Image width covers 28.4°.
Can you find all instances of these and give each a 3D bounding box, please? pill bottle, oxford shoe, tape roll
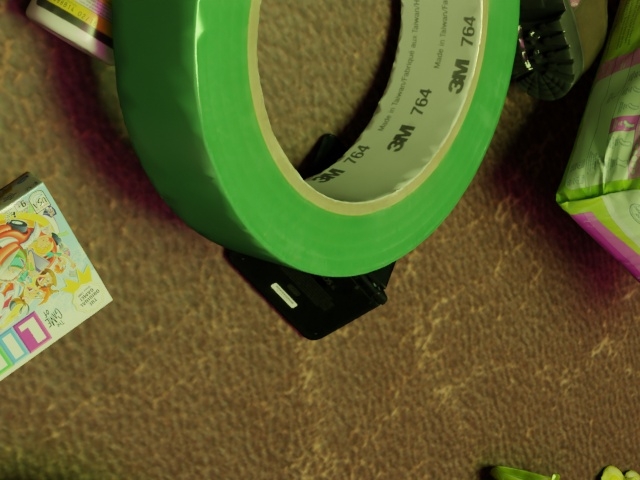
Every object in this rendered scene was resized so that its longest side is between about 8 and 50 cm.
[{"bbox_3d":[-0.125,-0.171,0.774,0.065,0.065,0.116,29,91,-39],"label":"pill bottle"},{"bbox_3d":[0.173,-0.230,0.963,0.096,0.083,0.227,-39,130,-36],"label":"oxford shoe"},{"bbox_3d":[0.011,-0.140,0.825,0.321,0.077,0.321,-18,115,-45],"label":"tape roll"}]

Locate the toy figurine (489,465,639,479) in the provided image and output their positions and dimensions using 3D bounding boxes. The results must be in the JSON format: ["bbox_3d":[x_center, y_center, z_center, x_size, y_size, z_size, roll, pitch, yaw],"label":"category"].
[{"bbox_3d":[0.286,0.355,1.205,0.362,0.191,0.217,17,103,-37],"label":"toy figurine"}]

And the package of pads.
[{"bbox_3d":[0.317,-0.091,1.019,0.229,0.101,0.296,40,59,-28],"label":"package of pads"}]

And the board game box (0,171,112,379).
[{"bbox_3d":[-0.223,0.041,0.815,0.154,0.026,0.103,-37,126,-18],"label":"board game box"}]

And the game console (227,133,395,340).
[{"bbox_3d":[0.000,0.000,0.965,0.107,0.071,0.122,-31,128,15],"label":"game console"}]
